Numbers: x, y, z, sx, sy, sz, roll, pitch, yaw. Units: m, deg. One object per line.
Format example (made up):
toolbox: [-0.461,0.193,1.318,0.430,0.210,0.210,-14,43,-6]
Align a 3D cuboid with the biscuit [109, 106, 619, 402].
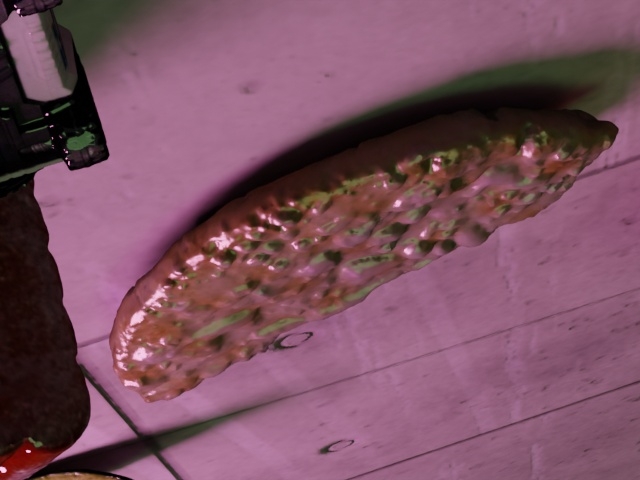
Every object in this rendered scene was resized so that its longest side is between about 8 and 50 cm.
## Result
biscuit: [-0.001,-0.002,0.903,0.289,0.038,0.141,-27,158,19]

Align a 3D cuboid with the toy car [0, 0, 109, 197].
toy car: [-0.116,-0.063,0.590,0.080,0.070,0.171,-17,158,-5]

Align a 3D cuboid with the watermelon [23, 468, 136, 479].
watermelon: [-0.165,0.193,1.203,0.181,0.092,0.075,-28,173,3]

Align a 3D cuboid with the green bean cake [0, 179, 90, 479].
green bean cake: [-0.160,0.027,0.692,0.135,0.135,0.056,-3,155,-36]
